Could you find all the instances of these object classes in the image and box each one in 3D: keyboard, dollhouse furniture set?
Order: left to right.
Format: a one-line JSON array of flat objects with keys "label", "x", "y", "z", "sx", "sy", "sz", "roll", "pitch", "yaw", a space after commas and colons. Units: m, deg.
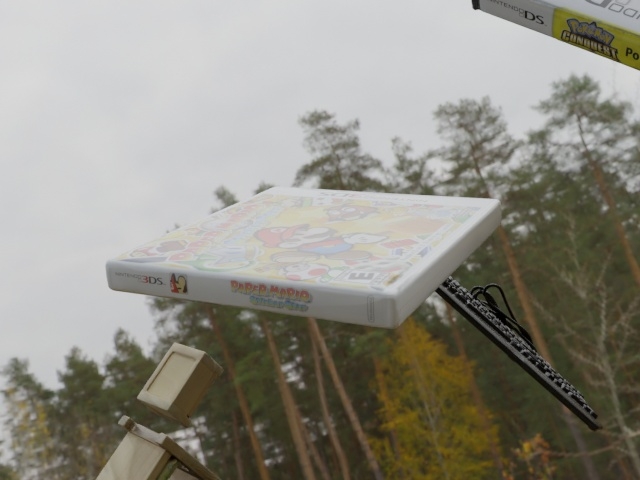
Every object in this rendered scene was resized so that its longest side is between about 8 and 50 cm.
[{"label": "dollhouse furniture set", "x": -0.085, "y": 0.196, "z": 0.610, "sx": 0.160, "sy": 0.182, "sz": 0.101, "roll": 10, "pitch": -33, "yaw": 41}, {"label": "keyboard", "x": 0.147, "y": 0.066, "z": 0.630, "sx": 0.038, "sy": 0.192, "sz": 0.100, "roll": -47, "pitch": 13, "yaw": 4}]

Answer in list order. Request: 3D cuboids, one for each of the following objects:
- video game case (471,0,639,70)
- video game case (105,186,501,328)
[{"label": "video game case", "x": 0.298, "y": -0.228, "z": 0.617, "sx": 0.275, "sy": 0.248, "sz": 0.035, "roll": -44, "pitch": -35, "yaw": -20}, {"label": "video game case", "x": 0.000, "y": 0.000, "z": 0.573, "sx": 0.206, "sy": 0.026, "sz": 0.227, "roll": 5, "pitch": 19, "yaw": 27}]
